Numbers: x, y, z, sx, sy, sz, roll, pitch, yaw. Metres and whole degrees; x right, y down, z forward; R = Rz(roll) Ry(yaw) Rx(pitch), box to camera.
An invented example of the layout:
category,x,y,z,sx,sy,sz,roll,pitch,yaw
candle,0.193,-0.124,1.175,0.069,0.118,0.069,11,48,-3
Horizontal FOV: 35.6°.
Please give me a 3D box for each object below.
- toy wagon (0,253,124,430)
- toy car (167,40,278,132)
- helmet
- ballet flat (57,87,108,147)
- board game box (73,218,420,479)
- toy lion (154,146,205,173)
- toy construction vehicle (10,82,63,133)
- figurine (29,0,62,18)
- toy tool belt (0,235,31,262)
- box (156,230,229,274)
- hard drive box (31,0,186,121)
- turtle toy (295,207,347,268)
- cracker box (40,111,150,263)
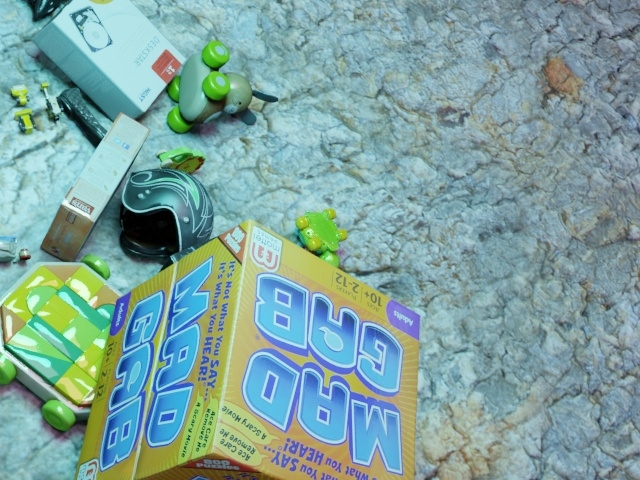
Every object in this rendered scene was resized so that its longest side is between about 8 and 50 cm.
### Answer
category,x,y,z,sx,sy,sz,roll,pitch,yaw
toy wagon,-0.365,0.184,1.632,0.344,0.068,0.267,39,50,-3
toy car,-0.185,-0.281,1.983,0.188,0.155,0.148,19,53,-35
helmet,-0.269,-0.046,1.770,0.162,0.169,0.169,10,55,-4
ballet flat,-0.419,-0.219,1.854,0.049,0.057,0.173,-40,84,-28
board game box,-0.102,0.251,1.506,0.356,0.356,0.356,30,49,-32
toy lion,-0.262,-0.147,1.881,0.096,0.100,0.034,-22,72,-18
toy construction vehicle,-0.522,-0.243,1.832,0.086,0.035,0.098,-19,69,-25
figurine,-0.536,-0.555,1.974,0.209,0.092,0.215,-37,83,-29
toy tool belt,-0.525,0.007,1.660,0.083,0.052,0.051,0,71,-31
box,-0.198,0.060,1.755,0.180,0.147,0.077,-25,76,-37
hard drive box,-0.397,-0.363,1.898,0.232,0.089,0.181,45,48,-22
turtle toy,0.000,0.000,1.959,0.095,0.066,0.130,-17,72,-37
cracker box,-0.390,-0.091,1.730,0.067,0.155,0.232,30,51,-11
